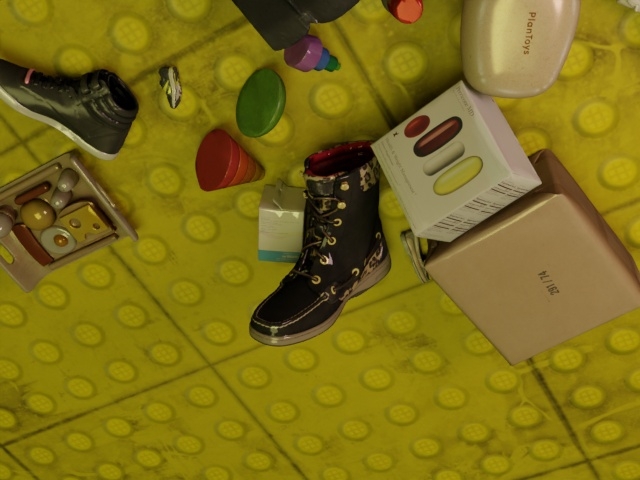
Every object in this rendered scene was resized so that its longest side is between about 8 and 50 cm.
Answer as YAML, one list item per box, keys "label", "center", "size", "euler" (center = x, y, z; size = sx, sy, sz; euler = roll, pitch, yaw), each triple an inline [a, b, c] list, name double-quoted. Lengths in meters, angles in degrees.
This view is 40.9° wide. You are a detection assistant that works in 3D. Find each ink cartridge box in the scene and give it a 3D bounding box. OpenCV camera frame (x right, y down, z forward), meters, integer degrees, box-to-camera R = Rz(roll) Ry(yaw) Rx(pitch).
- label: "ink cartridge box"
  center: [-0.073, -0.040, 1.697]
  size: [0.090, 0.092, 0.143]
  euler: [5, 126, 1]

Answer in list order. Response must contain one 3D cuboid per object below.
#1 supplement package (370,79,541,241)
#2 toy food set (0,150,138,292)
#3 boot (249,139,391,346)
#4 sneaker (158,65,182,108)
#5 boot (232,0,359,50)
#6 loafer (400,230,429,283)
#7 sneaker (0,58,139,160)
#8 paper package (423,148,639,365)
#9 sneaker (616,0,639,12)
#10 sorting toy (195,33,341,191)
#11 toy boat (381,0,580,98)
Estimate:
- label: "supplement package"
  center: [0.236, -0.134, 1.511]
  size: [0.203, 0.194, 0.149]
  euler: [-35, 159, 26]
- label: "toy food set"
  center: [-0.552, -0.028, 1.756]
  size: [0.306, 0.092, 0.219]
  euler: [-23, 120, 21]
- label: "boot"
  center: [0.000, 0.000, 1.583]
  size: [0.138, 0.377, 0.284]
  euler: [22, 128, 36]
- label: "sneaker"
  center: [-0.279, -0.284, 1.588]
  size: [0.035, 0.031, 0.083]
  euler: [10, 123, 15]
- label: "boot"
  center: [-0.064, -0.512, 1.246]
  size: [0.367, 0.146, 0.445]
  euler: [-13, 134, 37]
- label: "loafer"
  center: [0.202, 0.034, 1.753]
  size: [0.039, 0.045, 0.125]
  euler: [-22, 118, 12]
- label: "sneaker"
  center: [-0.464, -0.280, 1.568]
  size: [0.296, 0.104, 0.147]
  euler: [33, 120, -23]
- label: "paper package"
  center: [0.405, 0.042, 1.661]
  size: [0.309, 0.168, 0.325]
  euler: [-32, 117, 24]
- label: "sneaker"
  center: [0.546, -0.392, 1.398]
  size: [0.115, 0.090, 0.232]
  euler: [-16, 113, 24]
- label: "sorting toy"
  center: [-0.086, -0.221, 1.587]
  size: [0.126, 0.127, 0.365]
  euler: [14, 129, -41]
- label: "toy boat"
  center: [0.260, -0.377, 1.404]
  size: [0.318, 0.148, 0.267]
  euler: [7, 116, -5]
